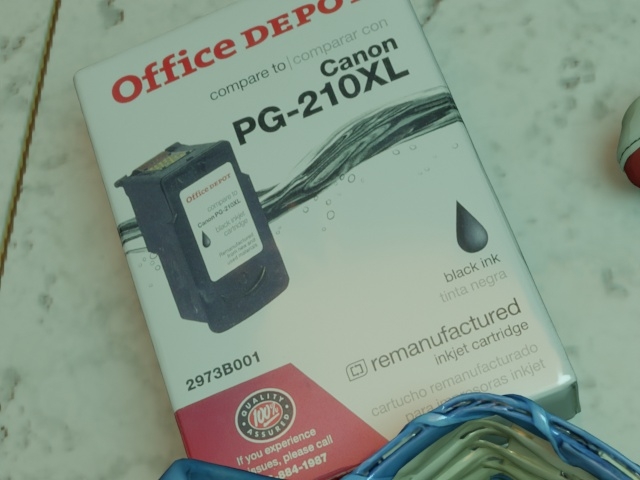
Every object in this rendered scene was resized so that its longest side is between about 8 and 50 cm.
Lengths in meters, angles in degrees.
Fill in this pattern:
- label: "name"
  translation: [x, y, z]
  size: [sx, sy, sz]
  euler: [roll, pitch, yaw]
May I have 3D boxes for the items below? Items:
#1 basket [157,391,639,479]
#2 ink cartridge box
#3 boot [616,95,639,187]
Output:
- label: "basket"
  translation: [0.068, 0.172, 0.423]
  size: [0.255, 0.289, 0.201]
  euler: [43, 95, 17]
- label: "ink cartridge box"
  translation: [0.000, 0.000, 0.595]
  size: [0.172, 0.100, 0.237]
  euler: [-23, 70, 5]
- label: "boot"
  translation: [0.262, 0.000, 0.543]
  size: [0.244, 0.088, 0.176]
  euler: [-4, 74, 8]
